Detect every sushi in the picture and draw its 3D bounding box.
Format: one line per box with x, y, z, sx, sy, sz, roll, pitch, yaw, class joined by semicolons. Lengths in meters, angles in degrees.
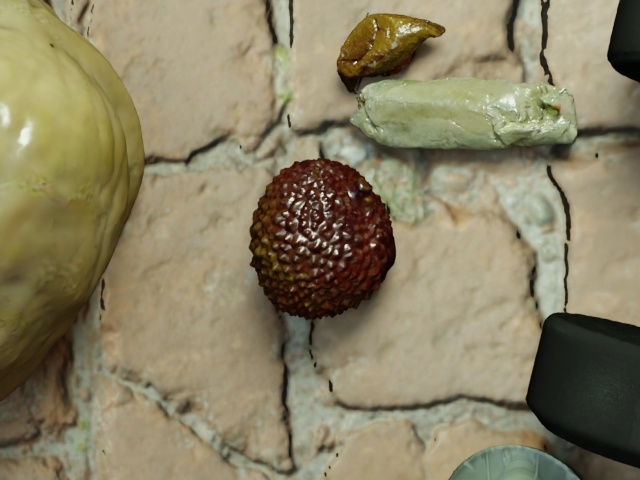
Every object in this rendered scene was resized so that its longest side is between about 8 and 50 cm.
0.053;-0.158;1.002;0.099;0.047;0.050;-20;69;37;sushi

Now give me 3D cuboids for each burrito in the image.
0.111;-0.101;0.976;0.188;0.045;0.058;3;83;24;burrito

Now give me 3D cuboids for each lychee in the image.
0.000;0.002;0.978;0.123;0.123;0.129;34;100;19;lychee

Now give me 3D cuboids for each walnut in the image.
-0.322;-0.040;1.003;0.381;0.381;0.381;-1;88;22;walnut

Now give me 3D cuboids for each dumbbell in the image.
0.269;-0.011;0.826;0.203;0.203;0.323;15;94;22;dumbbell

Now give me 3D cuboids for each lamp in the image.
0.134;0.207;0.868;0.121;0.214;0.121;0;91;22;lamp
